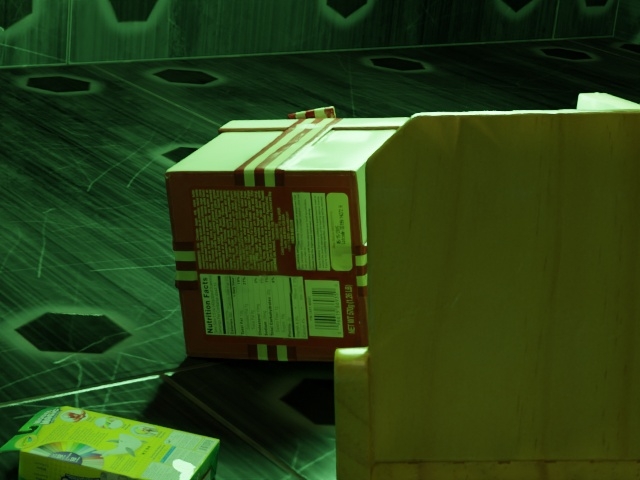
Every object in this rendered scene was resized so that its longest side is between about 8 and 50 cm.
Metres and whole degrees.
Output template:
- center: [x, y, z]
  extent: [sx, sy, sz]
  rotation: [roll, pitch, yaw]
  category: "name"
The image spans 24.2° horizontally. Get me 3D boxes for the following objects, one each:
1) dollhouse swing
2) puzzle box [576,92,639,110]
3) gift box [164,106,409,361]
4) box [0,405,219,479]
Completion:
- center: [0.189, 0.060, 1.295]
  extent: [0.347, 0.304, 0.315]
  rotation: [-1, -5, 4]
  category: "dollhouse swing"
- center: [0.442, 0.000, 1.785]
  extent: [0.052, 0.272, 0.409]
  rotation: [-7, 23, -33]
  category: "puzzle box"
- center: [0.000, 0.000, 1.692]
  extent: [0.276, 0.255, 0.258]
  rotation: [5, 20, 15]
  category: "gift box"
- center: [-0.193, 0.200, 1.357]
  extent: [0.179, 0.043, 0.105]
  rotation: [13, 20, 12]
  category: "box"
